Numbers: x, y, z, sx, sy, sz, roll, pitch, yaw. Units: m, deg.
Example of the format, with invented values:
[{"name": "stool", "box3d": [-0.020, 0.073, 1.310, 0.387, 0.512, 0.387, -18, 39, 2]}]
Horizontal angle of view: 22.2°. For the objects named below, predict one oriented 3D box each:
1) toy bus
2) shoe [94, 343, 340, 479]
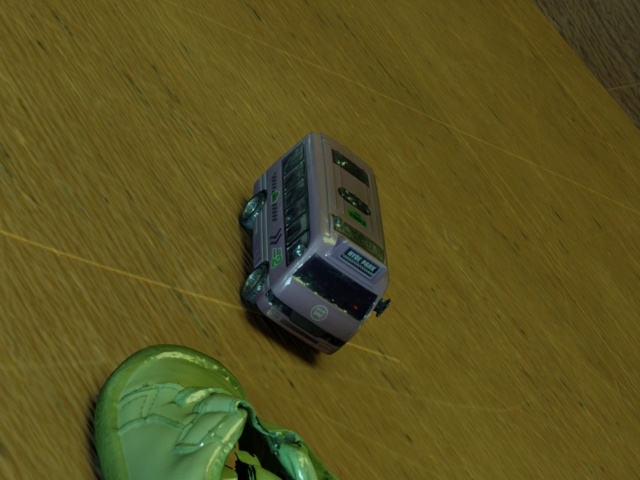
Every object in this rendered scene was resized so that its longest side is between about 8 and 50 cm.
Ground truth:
[{"name": "toy bus", "box3d": [0.000, 0.000, 1.394, 0.096, 0.108, 0.199, 35, 25, -23]}, {"name": "shoe", "box3d": [-0.058, 0.164, 1.041, 0.140, 0.128, 0.262, 48, 22, -32]}]
